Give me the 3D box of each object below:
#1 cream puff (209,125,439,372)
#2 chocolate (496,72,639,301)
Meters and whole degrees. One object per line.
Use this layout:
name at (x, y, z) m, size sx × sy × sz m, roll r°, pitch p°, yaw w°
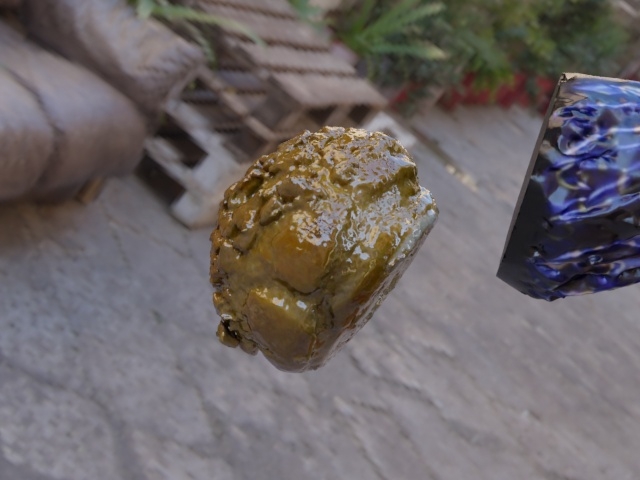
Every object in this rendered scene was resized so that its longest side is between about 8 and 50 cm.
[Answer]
cream puff at (-0.004, -0.001, 0.732) m, size 0.103 × 0.144 × 0.126 m, roll 40°, pitch 32°, yaw 4°
chocolate at (0.273, -0.019, 0.724) m, size 0.343 × 0.126 × 0.148 m, roll 7°, pitch 51°, yaw 3°
